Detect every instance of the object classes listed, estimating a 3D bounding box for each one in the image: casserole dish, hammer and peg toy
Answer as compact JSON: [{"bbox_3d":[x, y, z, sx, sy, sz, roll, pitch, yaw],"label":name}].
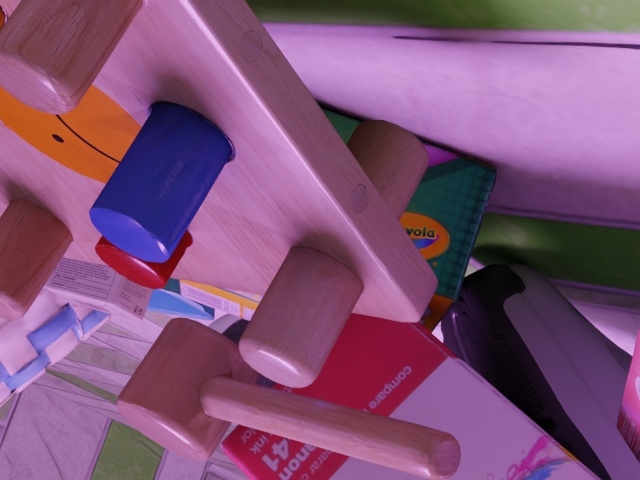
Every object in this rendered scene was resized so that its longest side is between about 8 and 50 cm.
[{"bbox_3d":[-0.170,0.032,1.496,0.188,0.037,0.114,7,162,47],"label":"casserole dish"},{"bbox_3d":[-0.072,-0.029,0.737,0.266,0.127,0.361,9,149,39],"label":"hammer and peg toy"}]

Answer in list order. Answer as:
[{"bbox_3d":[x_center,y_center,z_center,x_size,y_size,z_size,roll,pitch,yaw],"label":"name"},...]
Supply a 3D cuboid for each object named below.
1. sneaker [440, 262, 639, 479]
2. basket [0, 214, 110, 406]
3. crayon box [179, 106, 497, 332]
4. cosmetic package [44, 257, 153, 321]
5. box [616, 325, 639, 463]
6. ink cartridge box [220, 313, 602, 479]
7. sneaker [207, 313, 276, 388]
[{"bbox_3d":[0.288,0.158,1.083,0.447,0.257,0.169,54,164,2],"label":"sneaker"},{"bbox_3d":[-0.298,-0.018,1.166,0.289,0.201,0.255,58,156,-10],"label":"basket"},{"bbox_3d":[0.000,0.000,1.004,0.165,0.081,0.278,19,167,1],"label":"crayon box"},{"bbox_3d":[-0.130,-0.011,1.073,0.060,0.115,0.041,14,167,28],"label":"cosmetic package"},{"bbox_3d":[0.226,0.066,0.680,0.142,0.154,0.300,54,178,17],"label":"box"},{"bbox_3d":[0.117,0.195,0.875,0.306,0.131,0.226,43,174,38],"label":"ink cartridge box"},{"bbox_3d":[0.022,0.133,1.507,0.147,0.104,0.296,5,167,41],"label":"sneaker"}]
